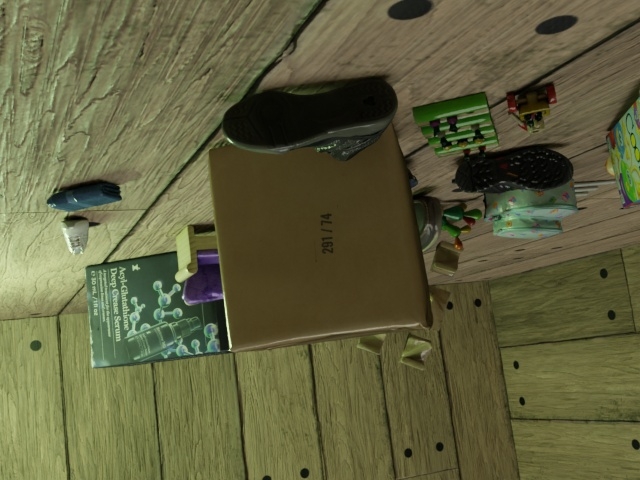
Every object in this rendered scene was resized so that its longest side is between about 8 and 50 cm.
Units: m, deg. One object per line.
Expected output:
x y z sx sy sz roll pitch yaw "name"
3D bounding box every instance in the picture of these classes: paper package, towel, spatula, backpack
0.000 0.000 1.150 0.309 0.325 0.168 -9 171 10 "paper package"
-0.414 -0.077 1.284 0.119 0.029 0.067 -10 171 19 "towel"
0.599 -0.120 1.822 0.241 0.019 0.168 -4 169 -15 "spatula"
0.467 -0.078 1.610 0.165 0.145 0.188 3 164 -24 "backpack"

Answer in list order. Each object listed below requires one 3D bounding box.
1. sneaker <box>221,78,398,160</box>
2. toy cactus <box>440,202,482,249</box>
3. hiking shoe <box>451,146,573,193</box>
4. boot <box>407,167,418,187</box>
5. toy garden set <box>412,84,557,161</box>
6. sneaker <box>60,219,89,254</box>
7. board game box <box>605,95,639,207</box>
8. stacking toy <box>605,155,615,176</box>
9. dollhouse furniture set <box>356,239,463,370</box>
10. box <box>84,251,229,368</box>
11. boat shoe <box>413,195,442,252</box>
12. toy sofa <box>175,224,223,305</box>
-0.015 -0.147 0.983 0.227 0.087 0.130 -12 165 -5 "sneaker"
0.284 -0.049 1.815 0.218 0.112 0.180 0 163 21 "toy cactus"
0.371 -0.135 1.428 0.226 0.086 0.114 -2 -176 2 "hiking shoe"
0.126 -0.126 1.352 0.106 0.082 0.219 -32 163 -12 "boot"
0.269 -0.173 1.158 0.203 0.049 0.244 -10 170 17 "toy garden set"
-0.510 -0.008 1.535 0.053 0.061 0.152 -3 169 -10 "sneaker"
0.576 -0.148 1.190 0.144 0.142 0.275 -12 173 11 "board game box"
0.690 -0.153 1.391 0.301 0.175 0.165 3 -177 43 "stacking toy"
0.174 0.148 2.162 0.393 0.362 0.256 18 173 5 "dollhouse furniture set"
-0.445 0.199 2.109 0.395 0.294 0.212 -10 171 12 "box"
0.159 -0.020 1.748 0.130 0.133 0.355 -3 169 -26 "boat shoe"
-0.169 0.055 1.814 0.362 0.177 0.150 -2 170 -23 "toy sofa"
